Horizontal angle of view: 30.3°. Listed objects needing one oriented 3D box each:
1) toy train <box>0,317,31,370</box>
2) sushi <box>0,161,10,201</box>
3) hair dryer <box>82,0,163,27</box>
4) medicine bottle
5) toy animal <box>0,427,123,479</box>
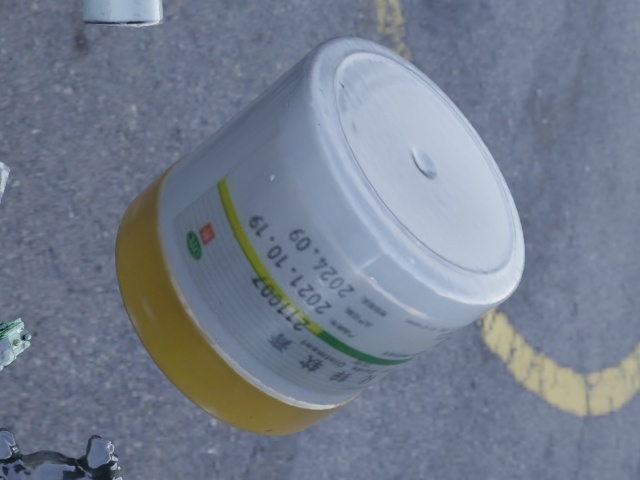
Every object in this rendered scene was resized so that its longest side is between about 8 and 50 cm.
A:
[{"bbox_3d":[-0.336,0.110,1.244,0.083,0.053,0.033,-42,123,-57],"label":"toy train"},{"bbox_3d":[-0.469,-0.084,1.524,0.201,0.031,0.139,46,48,-52],"label":"sushi"},{"bbox_3d":[-0.102,-0.265,1.092,0.236,0.073,0.131,-4,104,-19],"label":"hair dryer"},{"bbox_3d":[0.000,0.000,0.917,0.238,0.232,0.238,32,39,-30],"label":"medicine bottle"},{"bbox_3d":[-0.173,0.132,0.655,0.135,0.065,0.047,5,71,-10],"label":"toy animal"}]
